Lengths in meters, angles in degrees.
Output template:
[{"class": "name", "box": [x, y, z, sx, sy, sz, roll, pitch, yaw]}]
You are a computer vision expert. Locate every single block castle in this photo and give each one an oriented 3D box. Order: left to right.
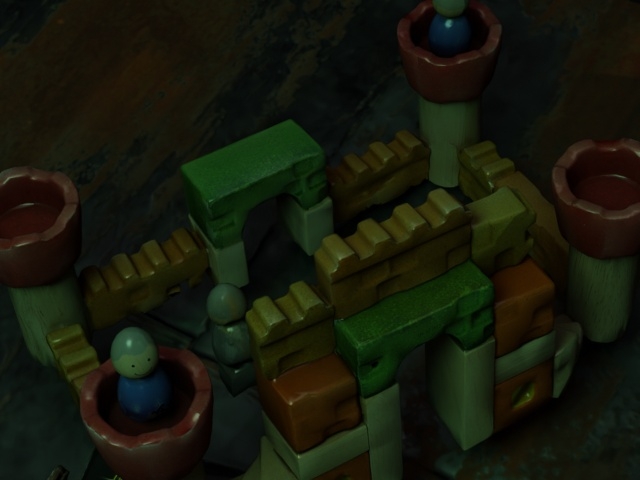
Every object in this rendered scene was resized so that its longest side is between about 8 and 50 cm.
[{"class": "block castle", "box": [0.000, 0.000, 1.072, 0.453, 0.213, 0.303, -24, 48, -18]}]

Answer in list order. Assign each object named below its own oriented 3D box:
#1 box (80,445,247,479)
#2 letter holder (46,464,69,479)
[{"class": "box", "box": [-0.056, 0.295, 1.015, 0.322, 0.079, 0.257, 12, 57, 17]}, {"class": "letter holder", "box": [-0.308, 0.267, 0.966, 0.152, 0.214, 0.302, 29, 62, -3]}]
